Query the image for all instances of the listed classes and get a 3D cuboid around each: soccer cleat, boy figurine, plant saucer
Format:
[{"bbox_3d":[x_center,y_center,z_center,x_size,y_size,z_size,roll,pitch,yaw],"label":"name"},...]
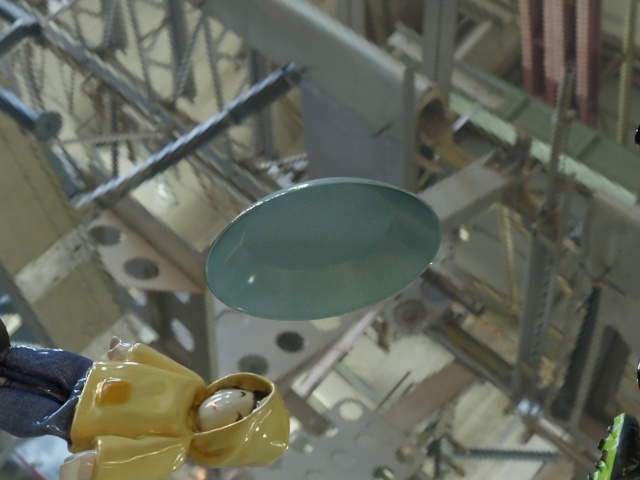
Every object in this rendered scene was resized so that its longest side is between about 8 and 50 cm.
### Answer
[{"bbox_3d":[0.249,0.225,0.868,0.072,0.179,0.060,12,-33,4],"label":"soccer cleat"},{"bbox_3d":[-0.168,0.147,0.937,0.285,0.177,0.092,11,-59,5],"label":"boy figurine"},{"bbox_3d":[0.000,0.000,0.882,0.195,0.194,0.037,70,5,-56],"label":"plant saucer"}]

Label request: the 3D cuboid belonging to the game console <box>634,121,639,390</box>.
[{"bbox_3d":[0.350,-0.017,0.910,0.213,0.361,0.044,20,-20,18],"label":"game console"}]
